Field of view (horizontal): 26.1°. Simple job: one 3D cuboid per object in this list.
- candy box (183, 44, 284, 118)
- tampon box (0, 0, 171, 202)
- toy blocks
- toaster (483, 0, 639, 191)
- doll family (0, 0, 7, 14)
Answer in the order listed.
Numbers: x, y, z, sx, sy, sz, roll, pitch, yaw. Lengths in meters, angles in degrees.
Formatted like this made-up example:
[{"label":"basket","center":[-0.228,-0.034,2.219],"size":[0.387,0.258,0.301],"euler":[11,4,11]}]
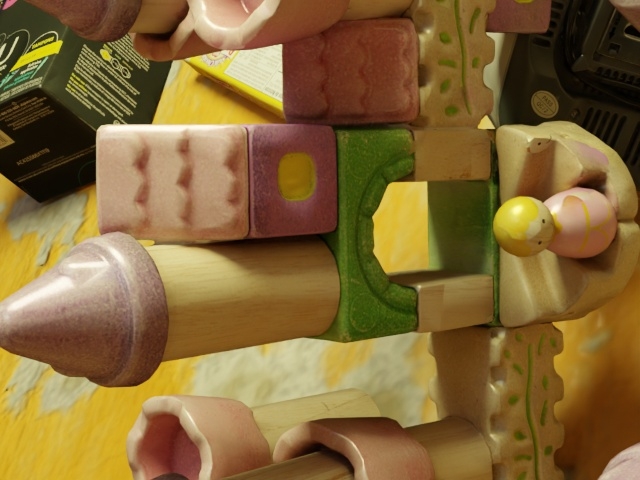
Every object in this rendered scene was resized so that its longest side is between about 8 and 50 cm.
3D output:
[{"label":"candy box","center":[-0.021,-0.143,0.973],"size":[0.105,0.027,0.206],"euler":[-53,34,-1]},{"label":"tampon box","center":[-0.199,-0.133,1.098],"size":[0.120,0.101,0.161],"euler":[-19,44,36]},{"label":"toy blocks","center":[0.000,0.000,0.513],"size":[0.309,0.260,0.288],"euler":[5,98,49]},{"label":"toaster","center":[0.143,-0.145,0.659],"size":[0.146,0.129,0.227],"euler":[-121,45,-59]},{"label":"doll family","center":[-0.270,-0.219,1.290],"size":[0.111,0.076,0.193],"euler":[-6,55,40]}]
